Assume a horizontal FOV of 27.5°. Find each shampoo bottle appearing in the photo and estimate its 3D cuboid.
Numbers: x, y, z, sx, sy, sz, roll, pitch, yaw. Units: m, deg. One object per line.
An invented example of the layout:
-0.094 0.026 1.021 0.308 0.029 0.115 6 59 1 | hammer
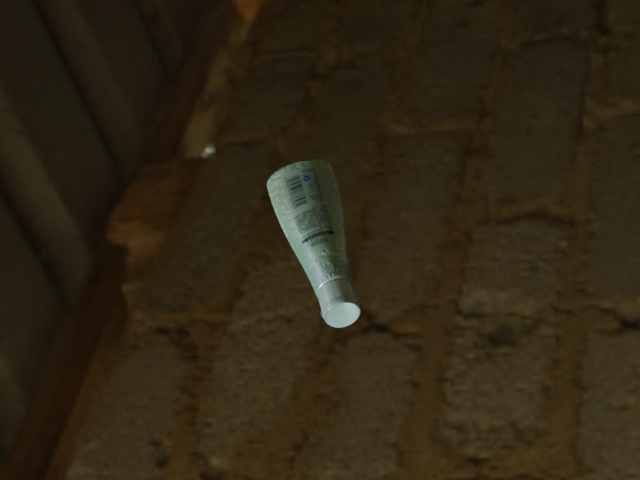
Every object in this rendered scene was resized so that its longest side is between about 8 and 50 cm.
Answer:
0.000 0.000 1.251 0.041 0.069 0.191 78 175 -48 | shampoo bottle
